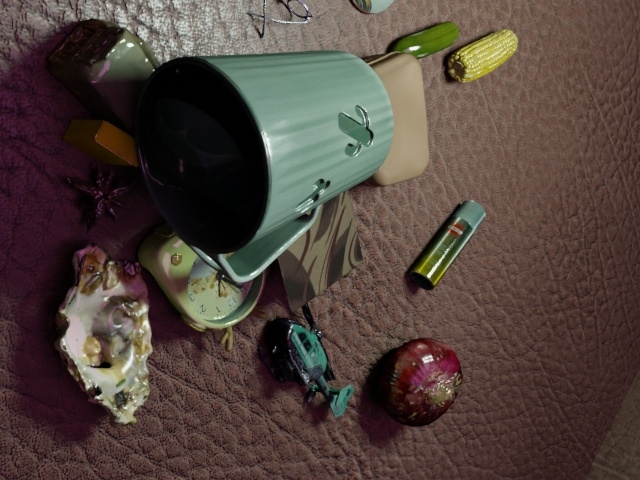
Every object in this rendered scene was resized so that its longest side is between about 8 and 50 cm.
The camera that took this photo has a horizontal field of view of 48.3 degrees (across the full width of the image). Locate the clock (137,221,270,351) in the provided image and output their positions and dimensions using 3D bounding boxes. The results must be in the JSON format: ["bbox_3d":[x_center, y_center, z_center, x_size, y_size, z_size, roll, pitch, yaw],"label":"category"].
[{"bbox_3d":[-0.216,0.076,1.467,0.235,0.096,0.308,-41,125,-30],"label":"clock"}]

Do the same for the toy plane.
[{"bbox_3d":[-0.025,0.290,1.698,0.155,0.106,0.382,-51,125,-37],"label":"toy plane"}]

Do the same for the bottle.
[{"bbox_3d":[0.357,0.010,1.988,0.286,0.082,0.082,-50,128,-23],"label":"bottle"}]

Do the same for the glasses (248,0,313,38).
[{"bbox_3d":[-0.091,-0.474,1.473,0.104,0.062,0.140,-55,129,-17],"label":"glasses"}]

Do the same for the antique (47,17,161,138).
[{"bbox_3d":[-0.328,-0.246,1.274,0.125,0.150,0.284,-54,138,-16],"label":"antique"}]

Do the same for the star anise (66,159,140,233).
[{"bbox_3d":[-0.386,-0.088,1.297,0.129,0.056,0.124,-29,118,-34],"label":"star anise"}]

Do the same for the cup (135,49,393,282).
[{"bbox_3d":[-0.108,-0.152,1.266,0.392,0.401,0.310,-25,73,-45],"label":"cup"}]

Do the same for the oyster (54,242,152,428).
[{"bbox_3d":[-0.409,0.180,1.325,0.201,0.107,0.355,-10,95,-62],"label":"oyster"}]

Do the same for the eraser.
[{"bbox_3d":[-0.375,-0.169,1.243,0.097,0.122,0.045,35,74,-43],"label":"eraser"}]

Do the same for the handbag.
[{"bbox_3d":[0.118,-0.269,1.659,0.283,0.149,0.302,-27,119,-38],"label":"handbag"}]

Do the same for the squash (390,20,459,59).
[{"bbox_3d":[0.276,-0.502,1.799,0.258,0.069,0.069,-30,119,-33],"label":"squash"}]

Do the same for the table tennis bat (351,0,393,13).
[{"bbox_3d":[0.159,-0.660,1.687,0.301,0.022,0.173,-48,128,-21],"label":"table tennis bat"}]

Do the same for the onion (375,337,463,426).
[{"bbox_3d":[0.262,0.378,1.920,0.246,0.190,0.247,-7,108,-21],"label":"onion"}]

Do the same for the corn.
[{"bbox_3d":[0.442,-0.500,1.936,0.244,0.093,0.094,-32,120,-33],"label":"corn"}]

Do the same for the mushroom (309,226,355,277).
[{"bbox_3d":[-0.040,0.002,1.616,0.109,0.097,0.351,-54,135,-2],"label":"mushroom"}]

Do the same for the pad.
[{"bbox_3d":[0.000,0.000,1.575,0.330,0.004,0.220,-32,113,-54],"label":"pad"}]
